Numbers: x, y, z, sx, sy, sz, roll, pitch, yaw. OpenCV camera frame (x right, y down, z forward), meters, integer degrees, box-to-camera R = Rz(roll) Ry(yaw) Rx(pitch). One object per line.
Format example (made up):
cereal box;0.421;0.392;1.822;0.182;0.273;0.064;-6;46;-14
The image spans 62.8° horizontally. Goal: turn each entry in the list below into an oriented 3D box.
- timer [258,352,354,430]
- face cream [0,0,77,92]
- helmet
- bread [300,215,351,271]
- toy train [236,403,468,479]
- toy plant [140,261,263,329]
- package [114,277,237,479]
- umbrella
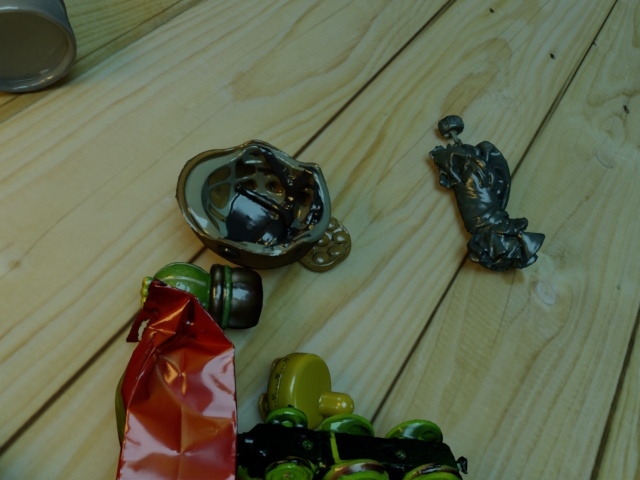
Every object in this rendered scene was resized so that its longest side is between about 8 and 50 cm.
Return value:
timer;-0.018;0.206;0.707;0.107;0.109;0.107;8;81;-57
face cream;-0.480;-0.350;0.785;0.175;0.175;0.195;-21;71;-29
helmet;-0.099;-0.039;0.794;0.224;0.130;0.198;10;55;-3
bread;0.000;0.000;0.872;0.110;0.024;0.110;9;60;-16
toy train;0.032;0.295;0.651;0.296;0.160;0.100;10;30;-12
toy plant;-0.165;0.077;0.730;0.162;0.093;0.092;7;62;-17
package;-0.167;0.270;0.566;0.123;0.196;0.423;8;60;-22
umbrella;0.302;-0.103;1.003;0.143;0.094;0.348;1;61;-25
